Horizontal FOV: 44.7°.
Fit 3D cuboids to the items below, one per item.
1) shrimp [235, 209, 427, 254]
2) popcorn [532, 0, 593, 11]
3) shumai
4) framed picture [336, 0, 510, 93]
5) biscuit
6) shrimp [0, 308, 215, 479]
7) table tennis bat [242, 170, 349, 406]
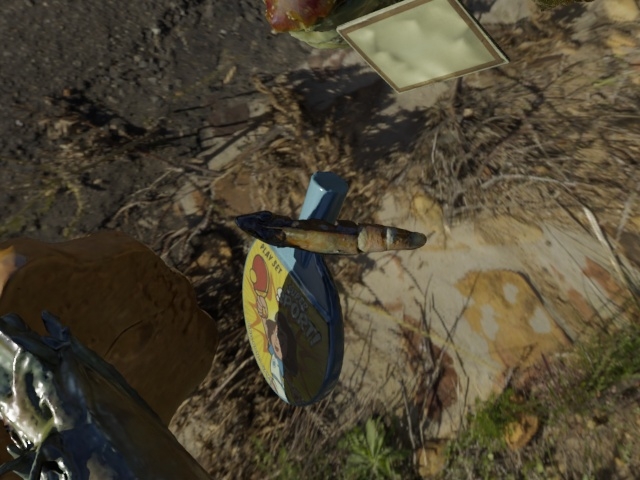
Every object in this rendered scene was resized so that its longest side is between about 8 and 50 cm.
[{"bbox_3d":[0.000,-0.004,0.766,0.195,0.148,0.035,6,89,-19],"label":"shrimp"},{"bbox_3d":[0.422,-0.481,1.261,0.249,0.225,0.249,-3,75,9],"label":"popcorn"},{"bbox_3d":[0.007,-0.483,1.330,0.397,0.323,0.324,-27,102,35],"label":"shumai"},{"bbox_3d":[0.156,-0.305,1.213,0.173,0.231,0.010,38,62,-34],"label":"framed picture"},{"bbox_3d":[-0.263,0.161,0.742,0.062,0.385,0.365,29,80,26],"label":"biscuit"},{"bbox_3d":[-0.144,0.187,0.410,0.445,0.272,0.085,52,124,18],"label":"shrimp"},{"bbox_3d":[-0.028,0.061,0.940,0.215,0.044,0.329,52,139,37],"label":"table tennis bat"}]
